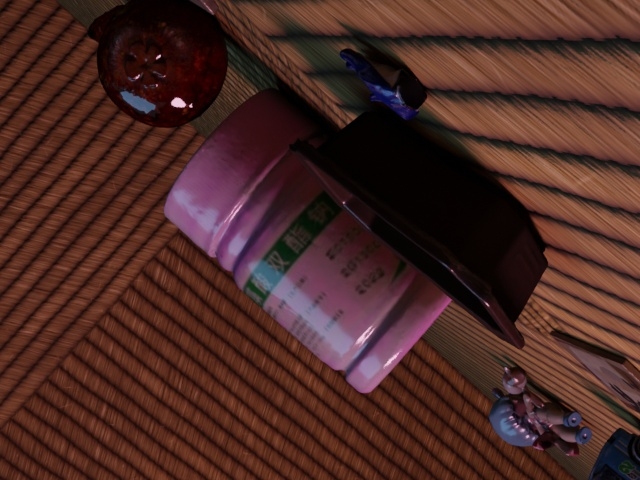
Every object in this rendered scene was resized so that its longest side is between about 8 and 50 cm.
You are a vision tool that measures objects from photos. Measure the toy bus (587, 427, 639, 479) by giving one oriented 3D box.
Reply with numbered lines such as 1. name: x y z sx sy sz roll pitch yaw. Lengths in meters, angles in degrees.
1. toy bus: 0.446 0.351 1.387 0.246 0.134 0.113 38 175 35

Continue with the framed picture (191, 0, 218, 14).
1. framed picture: -0.223 -0.341 1.073 0.209 0.019 0.281 38 175 43

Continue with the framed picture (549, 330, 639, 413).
1. framed picture: 0.337 0.160 1.224 0.136 0.010 0.201 41 176 -10

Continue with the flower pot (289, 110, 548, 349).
1. flower pot: 0.097 -0.024 0.970 0.251 0.084 0.179 41 177 34

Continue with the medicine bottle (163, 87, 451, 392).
1. medicine bottle: 0.000 0.000 1.310 0.325 0.212 0.212 42 177 6

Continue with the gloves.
1. gloves: 0.047 -0.115 0.831 0.064 0.026 0.086 42 177 -42

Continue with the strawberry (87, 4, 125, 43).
1. strawberry: -0.273 -0.299 1.653 0.140 0.085 0.192 34 -176 -12

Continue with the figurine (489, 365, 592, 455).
1. figurine: 0.376 0.313 1.991 0.205 0.103 0.260 41 167 -14

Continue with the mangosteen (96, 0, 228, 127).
1. mangosteen: -0.163 -0.207 1.273 0.146 0.155 0.181 11 -169 30
